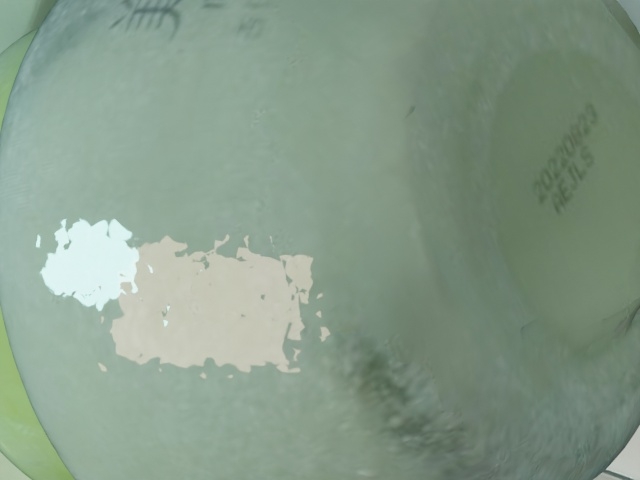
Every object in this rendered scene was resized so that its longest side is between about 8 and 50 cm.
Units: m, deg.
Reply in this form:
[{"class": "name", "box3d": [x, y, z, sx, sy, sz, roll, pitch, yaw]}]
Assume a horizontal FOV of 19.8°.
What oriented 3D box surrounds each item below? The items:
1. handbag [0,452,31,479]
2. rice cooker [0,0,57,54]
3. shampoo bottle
[{"class": "handbag", "box3d": [-0.180, 0.145, 1.268, 0.236, 0.160, 0.359, -21, 100, 43]}, {"class": "rice cooker", "box3d": [-0.184, -0.171, 1.092, 0.145, 0.127, 0.206, 44, 141, 16]}, {"class": "shampoo bottle", "box3d": [0.000, 0.000, 0.872, 0.317, 0.322, 0.322, -5, 112, 36]}]
